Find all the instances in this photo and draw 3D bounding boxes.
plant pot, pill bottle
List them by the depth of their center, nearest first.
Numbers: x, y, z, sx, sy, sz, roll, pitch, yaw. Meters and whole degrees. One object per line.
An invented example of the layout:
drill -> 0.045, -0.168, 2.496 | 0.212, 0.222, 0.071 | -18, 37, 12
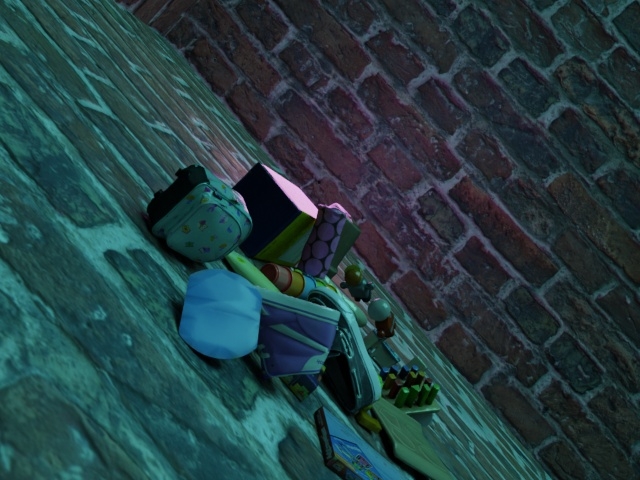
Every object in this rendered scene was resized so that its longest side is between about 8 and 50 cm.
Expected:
pill bottle -> 0.288, 0.488, 1.757 | 0.086, 0.086, 0.152 | 47, 8, -11
plant pot -> 0.025, -0.013, 2.239 | 0.263, 0.229, 0.263 | 47, 9, -10

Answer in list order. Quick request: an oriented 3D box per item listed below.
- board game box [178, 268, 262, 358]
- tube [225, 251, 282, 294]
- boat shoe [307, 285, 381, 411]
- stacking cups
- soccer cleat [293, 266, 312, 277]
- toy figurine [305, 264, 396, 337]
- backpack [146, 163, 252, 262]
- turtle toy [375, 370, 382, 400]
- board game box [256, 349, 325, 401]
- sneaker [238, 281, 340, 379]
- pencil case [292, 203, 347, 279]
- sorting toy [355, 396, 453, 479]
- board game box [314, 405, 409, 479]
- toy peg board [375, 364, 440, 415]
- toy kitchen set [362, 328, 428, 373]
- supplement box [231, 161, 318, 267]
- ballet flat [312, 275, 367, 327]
board game box -> -0.171, 0.130, 1.005 | 0.133, 0.033, 0.169 | 16, 51, -18
tube -> -0.146, 0.104, 1.388 | 0.240, 0.062, 0.070 | 46, -34, 22
boat shoe -> 0.032, 0.250, 1.367 | 0.102, 0.108, 0.302 | -11, 73, -48
stacking cups -> -0.065, 0.134, 1.620 | 0.316, 0.096, 0.096 | 27, 22, -55
soccer cleat -> -0.054, 0.117, 1.839 | 0.072, 0.060, 0.179 | 59, 16, 7
toy figurine -> 0.076, 0.195, 1.564 | 0.210, 0.213, 0.148 | 56, -3, 39
backpack -> -0.233, -0.041, 1.208 | 0.188, 0.166, 0.144 | 33, 18, -51
turtle toy -> 0.114, 0.345, 1.449 | 0.095, 0.066, 0.130 | 27, 1, -14
board game box -> -0.068, 0.232, 1.217 | 0.170, 0.048, 0.141 | 48, 7, 1
sneaker -> -0.119, 0.166, 1.085 | 0.281, 0.161, 0.102 | 16, -6, 13
pencil case -> 0.000, 0.000, 1.669 | 0.095, 0.210, 0.098 | 17, 11, -27
sorting toy -> 0.180, 0.473, 1.456 | 0.307, 0.041, 0.229 | 38, 8, -22
board game box -> 0.098, 0.449, 1.144 | 0.281, 0.027, 0.145 | 45, 7, -21
toy peg board -> 0.249, 0.409, 1.679 | 0.161, 0.079, 0.161 | 3, 33, -27
toy kitchen set -> 0.253, 0.376, 1.971 | 0.207, 0.122, 0.166 | 51, 8, 16
supplement box -> -0.131, -0.064, 1.764 | 0.195, 0.194, 0.356 | 50, 8, 17
ballet flat -> 0.054, 0.213, 1.904 | 0.248, 0.086, 0.086 | 45, 9, -14
